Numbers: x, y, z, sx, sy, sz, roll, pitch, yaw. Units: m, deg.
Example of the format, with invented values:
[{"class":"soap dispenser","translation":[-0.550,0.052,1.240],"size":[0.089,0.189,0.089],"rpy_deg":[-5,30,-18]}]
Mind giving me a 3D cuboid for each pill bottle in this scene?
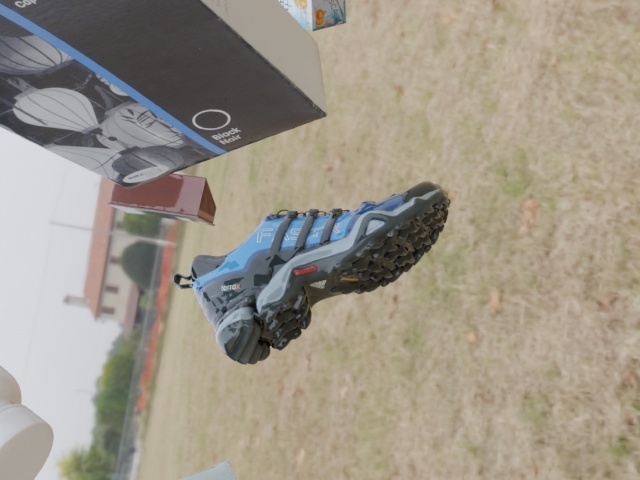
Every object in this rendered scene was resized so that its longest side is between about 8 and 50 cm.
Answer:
[{"class":"pill bottle","translation":[-0.310,0.134,0.647],"size":[0.108,0.180,0.108],"rpy_deg":[-51,-21,-28]}]

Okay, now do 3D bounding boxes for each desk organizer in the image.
[{"class":"desk organizer","translation":[-0.191,-0.055,0.983],"size":[0.047,0.130,0.050],"rpy_deg":[31,-110,-67]}]

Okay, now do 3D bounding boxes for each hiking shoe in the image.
[{"class":"hiking shoe","translation":[0.000,0.000,0.859],"size":[0.132,0.304,0.113],"rpy_deg":[51,160,30]}]

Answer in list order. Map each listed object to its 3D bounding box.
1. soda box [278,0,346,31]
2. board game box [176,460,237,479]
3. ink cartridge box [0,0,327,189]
[{"class":"soda box","translation":[-0.039,-0.344,1.101],"size":[0.183,0.058,0.063],"rpy_deg":[38,140,44]},{"class":"board game box","translation":[-0.226,0.419,1.025],"size":[0.098,0.224,0.303],"rpy_deg":[59,148,30]},{"class":"ink cartridge box","translation":[-0.140,-0.124,0.402],"size":[0.332,0.165,0.065],"rpy_deg":[30,-132,-58]}]
